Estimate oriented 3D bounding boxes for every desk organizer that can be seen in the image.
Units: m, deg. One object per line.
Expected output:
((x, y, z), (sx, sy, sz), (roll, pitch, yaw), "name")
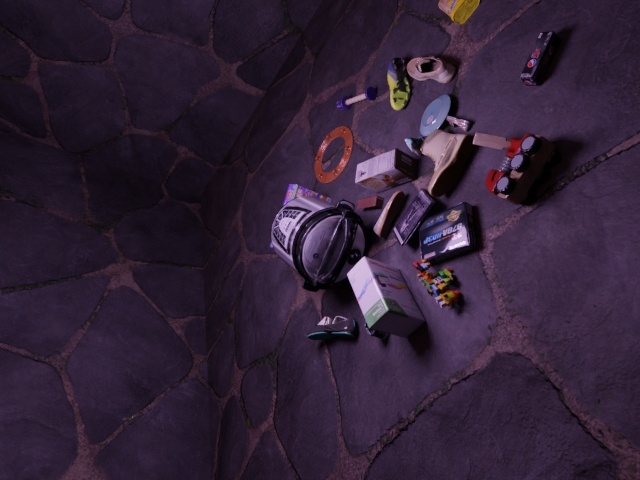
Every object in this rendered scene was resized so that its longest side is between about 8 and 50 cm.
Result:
((0.230, -0.171, 2.040), (0.130, 0.047, 0.050), (-5, 72, 55), "desk organizer")

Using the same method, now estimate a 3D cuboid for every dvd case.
((0.372, -0.093, 1.773), (0.221, 0.018, 0.164), (-58, 15, 19), "dvd case")

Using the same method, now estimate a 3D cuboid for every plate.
((0.476, -0.533, 1.852), (0.188, 0.024, 0.188), (-49, 29, 39), "plate")

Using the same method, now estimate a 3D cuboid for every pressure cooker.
((0.005, 0.000, 1.998), (0.420, 0.376, 0.369), (34, 145, 56), "pressure cooker")

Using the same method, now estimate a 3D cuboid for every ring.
((0.063, -0.483, 2.453), (0.337, 0.032, 0.336), (-32, 49, 45), "ring")

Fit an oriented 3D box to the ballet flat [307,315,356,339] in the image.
((0.057, 0.394, 1.980), (0.280, 0.095, 0.096), (-14, 52, 41), "ballet flat")

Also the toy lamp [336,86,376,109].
((0.185, -0.764, 2.374), (0.275, 0.080, 0.080), (0, 74, 56), "toy lamp")

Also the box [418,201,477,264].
((0.465, -0.022, 1.619), (0.220, 0.051, 0.175), (-28, 52, 47), "box")

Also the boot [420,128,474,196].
((0.462, -0.311, 1.727), (0.262, 0.095, 0.203), (-63, 34, 9), "boot")

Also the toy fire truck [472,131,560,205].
((0.611, -0.260, 1.456), (0.217, 0.159, 0.246), (-63, 22, 14), "toy fire truck")

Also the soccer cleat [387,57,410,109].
((0.371, -0.739, 2.108), (0.121, 0.093, 0.289), (111, 161, -70), "soccer cleat")

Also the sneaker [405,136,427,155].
((0.405, -0.406, 1.814), (0.076, 0.166, 0.065), (-36, 75, 24), "sneaker")

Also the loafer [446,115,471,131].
((0.541, -0.464, 1.740), (0.125, 0.045, 0.039), (41, 115, 52), "loafer")

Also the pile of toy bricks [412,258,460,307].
((0.426, 0.134, 1.573), (0.105, 0.118, 0.212), (-26, 29, -2), "pile of toy bricks")

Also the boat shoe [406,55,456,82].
((0.469, -0.771, 1.943), (0.109, 0.098, 0.302), (-61, 34, 14), "boat shoe")

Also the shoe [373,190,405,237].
((0.292, -0.120, 1.896), (0.058, 0.077, 0.219), (41, 111, 50), "shoe")

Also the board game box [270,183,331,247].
((-0.102, -0.095, 2.314), (0.078, 0.233, 0.347), (12, 85, 57), "board game box")

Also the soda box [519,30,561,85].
((0.749, -0.619, 1.496), (0.053, 0.060, 0.168), (32, 100, 55), "soda box")

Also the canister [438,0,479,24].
((0.599, -1.035, 1.913), (0.126, 0.073, 0.170), (-50, 37, 29), "canister")

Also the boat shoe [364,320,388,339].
((0.216, 0.313, 1.784), (0.065, 0.083, 0.183), (-48, 39, 30), "boat shoe")

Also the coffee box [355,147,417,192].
((0.289, -0.302, 1.936), (0.246, 0.141, 0.098), (-14, 63, 51), "coffee box")

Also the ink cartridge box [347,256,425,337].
((0.246, 0.214, 1.681), (0.117, 0.201, 0.278), (-51, 38, 27), "ink cartridge box")
